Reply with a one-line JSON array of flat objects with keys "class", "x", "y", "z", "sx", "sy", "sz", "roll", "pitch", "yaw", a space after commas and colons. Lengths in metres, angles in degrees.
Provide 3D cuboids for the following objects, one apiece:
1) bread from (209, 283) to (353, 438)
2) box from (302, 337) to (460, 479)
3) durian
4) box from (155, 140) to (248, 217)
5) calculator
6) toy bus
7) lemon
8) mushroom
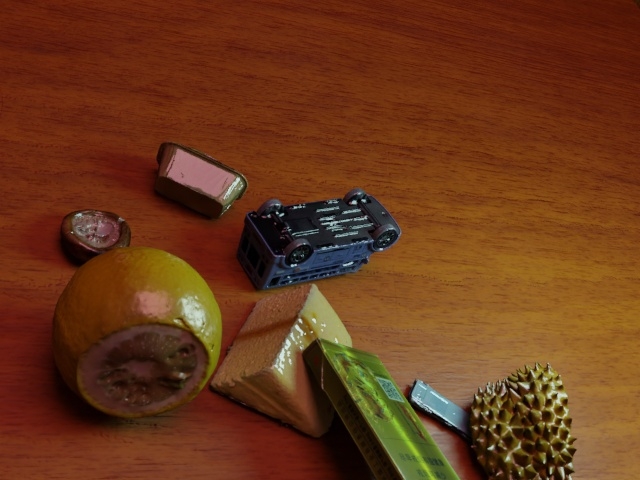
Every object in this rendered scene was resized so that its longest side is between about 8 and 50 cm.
[{"class": "bread", "x": -0.049, "y": 0.212, "z": 1.475, "sx": 0.178, "sy": 0.135, "sz": 0.240, "roll": 57, "pitch": 34, "yaw": -22}, {"class": "box", "x": 0.103, "y": 0.287, "z": 1.363, "sx": 0.173, "sy": 0.043, "sz": 0.311, "roll": 23, "pitch": 26, "yaw": -49}, {"class": "durian", "x": 0.339, "y": 0.323, "z": 1.523, "sx": 0.187, "sy": 0.153, "sz": 0.260, "roll": -6, "pitch": 47, "yaw": -16}, {"class": "box", "x": -0.225, "y": -0.116, "z": 1.646, "sx": 0.177, "sy": 0.111, "sz": 0.111, "roll": 26, "pitch": 40, "yaw": -6}, {"class": "calculator", "x": 0.228, "y": 0.306, "z": 1.551, "sx": 0.172, "sy": 0.018, "sz": 0.057, "roll": 32, "pitch": 41, "yaw": -1}, {"class": "toy bus", "x": 0.000, "y": 0.000, "z": 1.639, "sx": 0.292, "sy": 0.133, "sz": 0.125, "roll": -10, "pitch": 49, "yaw": -35}, {"class": "lemon", "x": -0.266, "y": 0.117, "z": 1.283, "sx": 0.241, "sy": 0.240, "sz": 0.219, "roll": 7, "pitch": 33, "yaw": -25}, {"class": "mushroom", "x": -0.375, "y": -0.005, "z": 1.478, "sx": 0.123, "sy": 0.052, "sz": 0.123, "roll": 17, "pitch": 35, "yaw": -12}]
